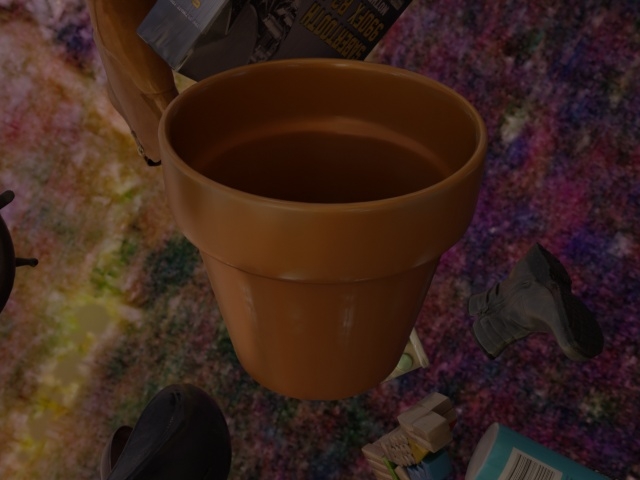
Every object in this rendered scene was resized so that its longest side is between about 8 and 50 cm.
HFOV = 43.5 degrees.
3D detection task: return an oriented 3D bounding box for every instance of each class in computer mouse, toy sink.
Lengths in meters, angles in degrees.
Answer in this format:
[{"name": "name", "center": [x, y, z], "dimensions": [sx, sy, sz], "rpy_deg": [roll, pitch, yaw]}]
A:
[{"name": "computer mouse", "center": [-0.149, 0.261, 0.787], "dimensions": [0.072, 0.188, 0.272], "rpy_deg": [-8, 40, 29]}, {"name": "toy sink", "center": [0.126, 0.193, 1.586], "dimensions": [0.131, 0.152, 0.234], "rpy_deg": [-24, -4, 4]}]

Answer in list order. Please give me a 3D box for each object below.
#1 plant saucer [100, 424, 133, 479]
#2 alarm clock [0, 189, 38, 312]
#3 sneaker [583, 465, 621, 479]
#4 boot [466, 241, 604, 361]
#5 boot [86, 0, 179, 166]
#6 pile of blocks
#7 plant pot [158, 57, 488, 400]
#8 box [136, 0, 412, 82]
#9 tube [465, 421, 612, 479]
[{"name": "plant saucer", "center": [-0.280, 0.359, 1.185], "dimensions": [0.029, 0.168, 0.168], "rpy_deg": [-21, 23, 7]}, {"name": "alarm clock", "center": [-0.280, 0.025, 0.517], "dimensions": [0.064, 0.129, 0.192], "rpy_deg": [-18, 23, 45]}, {"name": "sneaker", "center": [0.446, 0.452, 1.421], "dimensions": [0.275, 0.107, 0.109], "rpy_deg": [4, 87, 58]}, {"name": "boot", "center": [0.297, 0.123, 1.143], "dimensions": [0.161, 0.083, 0.246], "rpy_deg": [-46, 22, 22]}, {"name": "boot", "center": [-0.206, -0.214, 0.986], "dimensions": [0.104, 0.211, 0.295], "rpy_deg": [-24, -4, -22]}, {"name": "pile of blocks", "center": [0.188, 0.368, 1.403], "dimensions": [0.113, 0.149, 0.362], "rpy_deg": [-29, -17, -22]}, {"name": "plant pot", "center": [0.000, 0.000, 0.556], "dimensions": [0.205, 0.205, 0.187], "rpy_deg": [-83, -5, -54]}, {"name": "box", "center": [-0.021, -0.198, 0.679], "dimensions": [0.183, 0.056, 0.231], "rpy_deg": [-50, -21, 11]}, {"name": "tube", "center": [0.212, 0.210, 0.601], "dimensions": [0.080, 0.207, 0.052], "rpy_deg": [-63, -6, 23]}]
